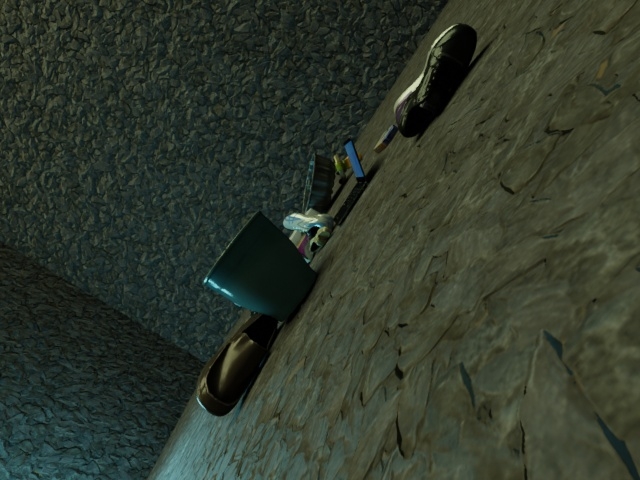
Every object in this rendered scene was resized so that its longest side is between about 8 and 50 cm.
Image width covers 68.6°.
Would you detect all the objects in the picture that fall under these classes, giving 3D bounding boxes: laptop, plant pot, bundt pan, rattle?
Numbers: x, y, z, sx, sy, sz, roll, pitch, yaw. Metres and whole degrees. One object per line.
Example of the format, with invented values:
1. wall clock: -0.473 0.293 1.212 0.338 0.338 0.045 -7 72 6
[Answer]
1. laptop: 0.075 -0.203 1.638 0.264 0.136 0.234 -57 5 5
2. plant pot: -0.159 0.093 1.380 0.271 0.255 0.271 -53 4 6
3. bundt pan: -0.004 -0.274 2.402 0.331 0.124 0.331 -170 90 -82
4. rattle: 0.142 -0.366 2.370 0.143 0.130 0.200 -34 -30 -1

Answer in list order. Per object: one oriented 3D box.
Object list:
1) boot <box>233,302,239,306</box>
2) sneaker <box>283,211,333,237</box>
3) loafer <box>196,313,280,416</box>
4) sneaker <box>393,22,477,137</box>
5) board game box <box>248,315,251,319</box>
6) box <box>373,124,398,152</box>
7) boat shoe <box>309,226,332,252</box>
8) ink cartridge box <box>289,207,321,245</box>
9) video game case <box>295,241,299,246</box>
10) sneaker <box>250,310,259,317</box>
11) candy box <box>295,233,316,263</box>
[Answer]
1. boot: -0.306 0.212 1.928 0.246 0.094 0.207 -53 -3 32
2. sneaker: -0.054 -0.054 1.739 0.237 0.085 0.086 1 66 41
3. loafer: -0.227 0.324 1.335 0.130 0.134 0.366 -50 8 37
4. sneaker: 0.281 -0.365 1.120 0.124 0.107 0.283 -84 20 -44
5. board game box: -0.302 0.368 2.179 0.165 0.042 0.243 -56 6 15
6. box: 0.241 -0.373 1.719 0.081 0.028 0.136 -58 8 -7
7. boat shoe: 0.000 0.000 1.650 0.135 0.050 0.045 127 161 -52
8. ink cartridge box: -0.077 -0.034 2.218 0.218 0.092 0.158 -56 6 -9
9. video game case: -0.052 -0.009 2.027 0.157 0.019 0.143 -40 7 2
10. sneaker: -0.205 0.239 1.824 0.146 0.102 0.293 -63 0 -43
11. candy box: -0.083 0.066 1.841 0.233 0.071 0.159 -50 9 47
